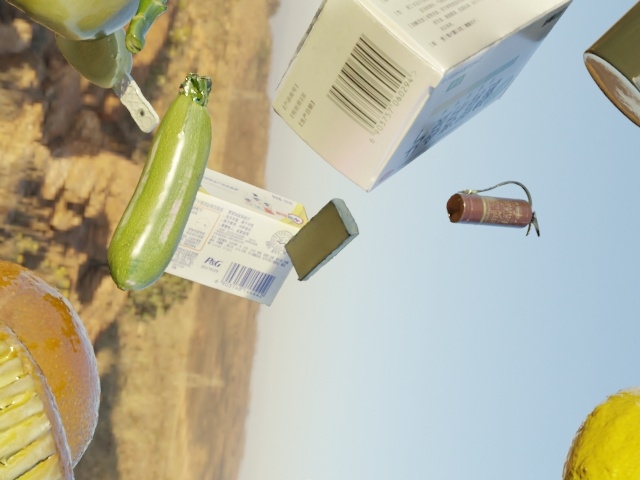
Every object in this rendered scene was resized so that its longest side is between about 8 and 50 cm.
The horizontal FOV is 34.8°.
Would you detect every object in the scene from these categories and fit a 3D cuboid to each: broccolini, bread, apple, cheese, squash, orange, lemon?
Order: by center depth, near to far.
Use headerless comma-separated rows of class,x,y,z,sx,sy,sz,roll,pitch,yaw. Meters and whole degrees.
bread,-0.278,0.178,0.762,0.142,0.227,0.253,-27,114,-40
squash,-0.118,-0.045,0.783,0.052,0.052,0.183,107,-1,-71
broccolini,-0.197,-0.272,1.179,0.058,0.067,0.216,-30,-147,31
orange,-0.471,0.204,1.434,0.322,0.322,0.356,-91,163,-69
bread,0.000,0.000,1.537,0.154,0.028,0.068,-44,-114,44
apple,-0.385,-0.442,1.580,0.262,0.263,0.262,-172,-90,-87
lemon,0.513,0.365,1.613,0.319,0.245,0.245,-63,180,-10
cheese,-0.362,-0.300,1.793,0.127,0.255,0.050,-41,170,24

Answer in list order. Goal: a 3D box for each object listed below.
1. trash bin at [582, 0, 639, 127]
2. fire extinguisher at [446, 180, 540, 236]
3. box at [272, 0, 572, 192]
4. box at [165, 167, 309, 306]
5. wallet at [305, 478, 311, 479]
trash bin,0.578,-0.326,1.524,0.334,0.214,0.214,-43,-172,4
fire extinguisher,0.252,-0.048,1.443,0.045,0.157,0.078,2,-92,60
box,0.118,-0.209,1.092,0.333,0.145,0.173,-36,166,-46
box,-0.166,-0.014,1.702,0.168,0.265,0.097,-61,-154,23
wallet,-0.049,0.561,1.979,0.183,0.032,0.124,-64,153,-50
